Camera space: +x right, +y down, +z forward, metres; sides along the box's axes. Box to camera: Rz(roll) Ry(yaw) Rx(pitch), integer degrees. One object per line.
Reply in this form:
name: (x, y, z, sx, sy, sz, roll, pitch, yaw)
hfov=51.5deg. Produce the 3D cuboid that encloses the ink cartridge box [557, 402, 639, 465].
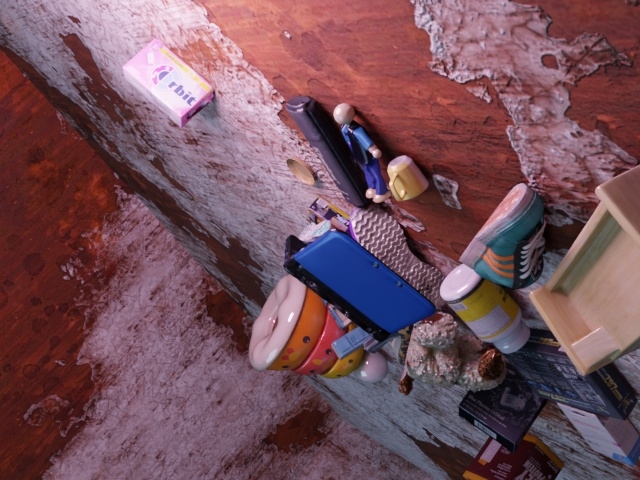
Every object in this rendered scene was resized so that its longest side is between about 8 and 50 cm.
ink cartridge box: (0.601, 0.392, 1.420, 0.181, 0.061, 0.104, 48, 160, -23)

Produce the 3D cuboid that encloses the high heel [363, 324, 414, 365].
high heel: (0.262, 0.255, 1.807, 0.261, 0.186, 0.093, 17, -141, -44)

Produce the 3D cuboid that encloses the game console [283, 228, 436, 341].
game console: (0.081, 0.070, 1.463, 0.293, 0.173, 0.250, 39, -164, -16)

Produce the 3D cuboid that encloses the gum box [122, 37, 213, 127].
gum box: (-0.345, -0.358, 1.524, 0.188, 0.107, 0.062, 41, 162, 2)

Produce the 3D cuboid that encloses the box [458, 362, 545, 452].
box: (0.439, 0.392, 1.594, 0.156, 0.158, 0.093, 31, 160, 27)

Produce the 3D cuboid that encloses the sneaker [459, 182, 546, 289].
sneaker: (0.313, 0.005, 1.050, 0.121, 0.108, 0.302, 37, 170, 11)

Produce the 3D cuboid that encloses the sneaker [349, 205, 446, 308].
sneaker: (0.145, 0.043, 1.470, 0.293, 0.102, 0.146, 47, 162, -18)

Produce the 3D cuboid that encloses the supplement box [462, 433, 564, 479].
supplement box: (0.563, 0.675, 1.946, 0.129, 0.194, 0.191, 45, 162, -13)

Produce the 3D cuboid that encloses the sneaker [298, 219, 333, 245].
sneaker: (0.000, 0.000, 1.580, 0.076, 0.065, 0.166, 43, 165, -16)

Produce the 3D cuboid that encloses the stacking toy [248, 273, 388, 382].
stacking toy: (0.030, 0.347, 2.240, 0.480, 0.350, 0.351, 26, 166, -15)

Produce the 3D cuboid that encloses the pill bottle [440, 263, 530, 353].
pill bottle: (0.329, 0.135, 1.308, 0.184, 0.103, 0.103, 46, 162, -16)

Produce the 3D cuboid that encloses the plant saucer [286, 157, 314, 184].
plant saucer: (-0.042, -0.161, 1.514, 0.083, 0.015, 0.083, 36, 162, 14)

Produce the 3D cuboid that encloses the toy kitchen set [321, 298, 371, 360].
toy kitchen set: (0.055, 0.217, 1.935, 0.207, 0.122, 0.166, 55, 166, 19)

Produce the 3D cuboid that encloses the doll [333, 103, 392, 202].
doll: (0.077, -0.161, 1.194, 0.188, 0.046, 0.129, 64, 171, -24)

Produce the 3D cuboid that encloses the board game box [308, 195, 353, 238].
board game box: (0.051, -0.016, 1.612, 0.170, 0.048, 0.141, 36, 160, 17)

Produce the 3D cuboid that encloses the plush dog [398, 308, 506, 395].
plush dog: (0.309, 0.275, 1.508, 0.226, 0.210, 0.262, 14, 178, 9)

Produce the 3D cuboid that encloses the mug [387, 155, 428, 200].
mug: (0.150, -0.111, 1.163, 0.064, 0.062, 0.078, 59, -168, -23)

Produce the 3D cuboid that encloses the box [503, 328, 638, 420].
box: (0.491, 0.263, 1.344, 0.183, 0.059, 0.233, 49, 161, -16)

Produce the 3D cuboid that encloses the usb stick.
usb stick: (0.021, -0.171, 1.314, 0.077, 0.045, 0.278, 19, 152, 48)

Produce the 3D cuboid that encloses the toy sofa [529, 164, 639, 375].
toy sofa: (0.421, 0.034, 0.865, 0.150, 0.177, 0.362, 61, 171, 25)
